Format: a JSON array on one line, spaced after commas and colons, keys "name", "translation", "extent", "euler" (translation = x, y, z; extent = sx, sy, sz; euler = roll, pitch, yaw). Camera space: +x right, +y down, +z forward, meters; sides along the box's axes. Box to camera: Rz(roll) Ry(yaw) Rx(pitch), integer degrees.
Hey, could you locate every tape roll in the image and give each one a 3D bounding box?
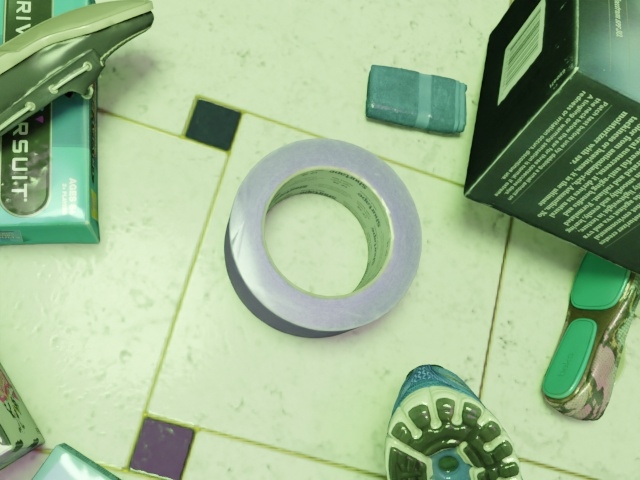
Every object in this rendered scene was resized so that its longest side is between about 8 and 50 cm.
[{"name": "tape roll", "translation": [0.000, 0.000, 0.620], "extent": [0.188, 0.080, 0.189], "euler": [3, 77, -12]}]

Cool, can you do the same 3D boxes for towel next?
[{"name": "towel", "translation": [0.109, -0.160, 0.710], "extent": [0.119, 0.029, 0.067], "euler": [9, 74, -11]}]

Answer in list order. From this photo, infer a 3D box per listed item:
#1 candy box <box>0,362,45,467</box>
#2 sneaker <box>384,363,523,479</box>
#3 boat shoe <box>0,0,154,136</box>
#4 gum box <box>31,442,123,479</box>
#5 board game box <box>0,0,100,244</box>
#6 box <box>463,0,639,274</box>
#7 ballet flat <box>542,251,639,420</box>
[{"name": "candy box", "translation": [-0.303, 0.094, 0.482], "extent": [0.070, 0.165, 0.196], "euler": [-30, 84, -22]}, {"name": "sneaker", "translation": [0.148, 0.257, 0.560], "extent": [0.129, 0.147, 0.330], "euler": [-16, 102, 10]}, {"name": "boat shoe", "translation": [-0.231, -0.153, 0.545], "extent": [0.206, 0.065, 0.075], "euler": [-38, 42, -27]}, {"name": "gum box", "translation": [-0.193, 0.291, 0.524], "extent": [0.184, 0.041, 0.157], "euler": [33, 72, -2]}, {"name": "board game box", "translation": [-0.382, -0.123, 0.565], "extent": [0.335, 0.079, 0.254], "euler": [-2, 77, -13]}, {"name": "box", "translation": [0.333, -0.137, 0.634], "extent": [0.294, 0.183, 0.296], "euler": [24, 53, -7]}, {"name": "ballet flat", "translation": [0.310, 0.091, 0.677], "extent": [0.079, 0.077, 0.222], "euler": [31, 75, -23]}]
